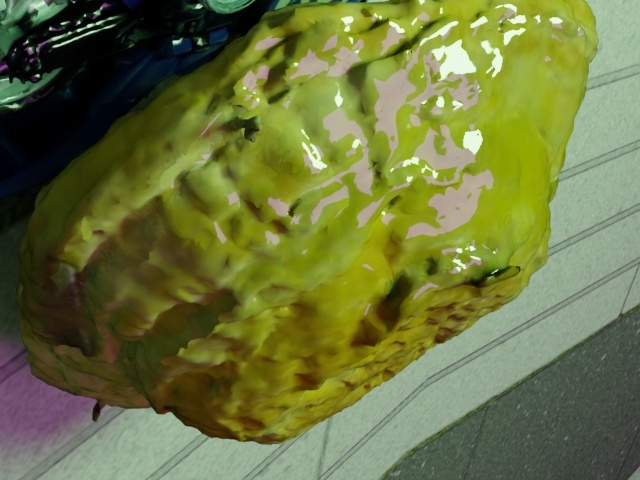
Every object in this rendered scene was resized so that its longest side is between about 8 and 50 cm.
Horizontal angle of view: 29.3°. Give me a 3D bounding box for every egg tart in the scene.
[{"bbox_3d":[0.000,0.000,0.644,0.351,0.153,0.339,-30,167,-1],"label":"egg tart"}]

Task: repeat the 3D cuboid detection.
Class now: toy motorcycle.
[{"bbox_3d":[-0.059,-0.123,0.597,0.315,0.113,0.169,-33,155,-20],"label":"toy motorcycle"}]
